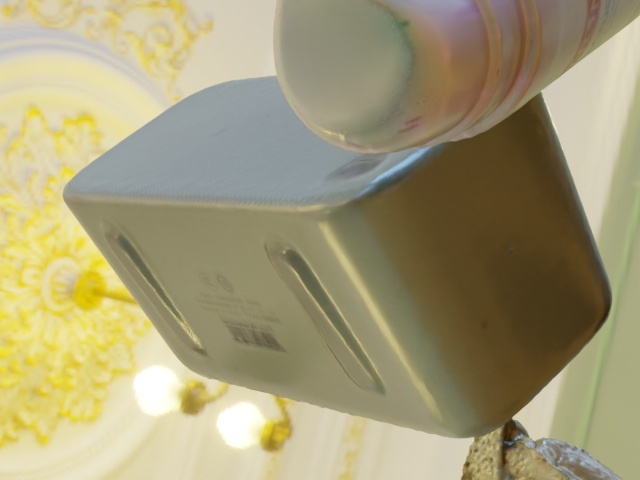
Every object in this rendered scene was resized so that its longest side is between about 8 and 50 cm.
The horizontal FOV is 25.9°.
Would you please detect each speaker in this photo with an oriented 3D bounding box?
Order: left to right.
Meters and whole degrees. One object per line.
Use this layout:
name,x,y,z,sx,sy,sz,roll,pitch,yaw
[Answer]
speaker,0.000,0.000,0.962,0.183,0.406,0.184,-40,-67,-27

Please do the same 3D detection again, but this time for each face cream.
face cream,0.083,-0.115,0.669,0.345,0.102,0.101,-37,-54,-58

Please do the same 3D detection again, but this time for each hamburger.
hamburger,0.216,0.259,1.242,0.155,0.208,0.135,2,-54,-58
